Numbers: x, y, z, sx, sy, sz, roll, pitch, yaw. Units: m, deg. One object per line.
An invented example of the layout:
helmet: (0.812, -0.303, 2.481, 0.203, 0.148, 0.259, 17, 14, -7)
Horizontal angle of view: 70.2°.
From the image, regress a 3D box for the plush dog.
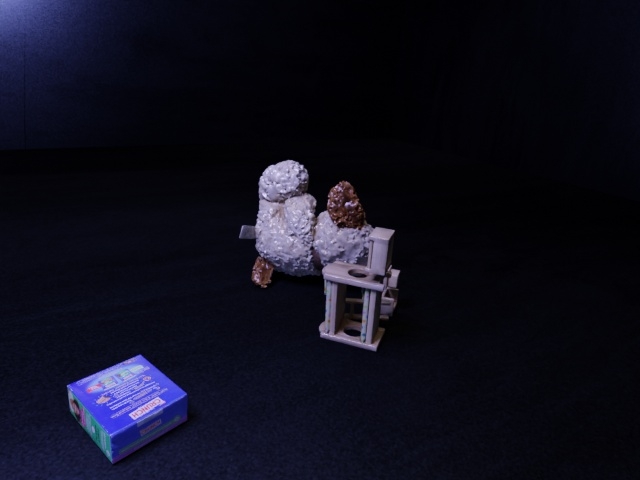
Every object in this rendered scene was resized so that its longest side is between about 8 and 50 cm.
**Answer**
plush dog: (0.000, 0.000, 0.855, 0.225, 0.262, 0.211, 3, 52, 25)

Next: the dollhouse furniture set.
dollhouse furniture set: (0.068, 0.048, 0.733, 0.101, 0.182, 0.161, 10, 22, 18)

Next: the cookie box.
cookie box: (-0.221, 0.187, 0.523, 0.107, 0.040, 0.091, 20, 26, 38)
